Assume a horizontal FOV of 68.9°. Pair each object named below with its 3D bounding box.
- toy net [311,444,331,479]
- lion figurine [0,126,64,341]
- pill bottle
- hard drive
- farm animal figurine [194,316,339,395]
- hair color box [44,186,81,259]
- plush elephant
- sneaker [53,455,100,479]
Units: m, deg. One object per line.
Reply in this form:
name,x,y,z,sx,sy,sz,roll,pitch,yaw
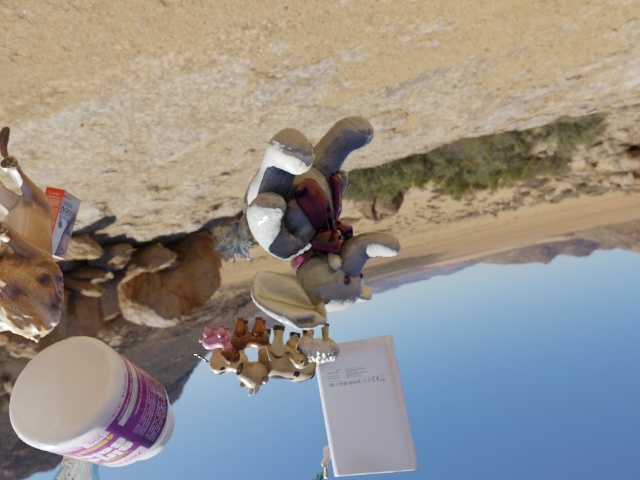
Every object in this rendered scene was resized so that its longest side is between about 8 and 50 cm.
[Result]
toy net,-0.009,0.788,1.591,0.045,0.232,0.122,11,157,33
lion figurine,-0.585,-0.015,0.918,0.142,0.393,0.240,-12,145,0
pill bottle,-0.368,0.296,0.814,0.169,0.170,0.302,-13,147,0
hard drive,0.121,0.459,1.305,0.232,0.354,0.047,-13,172,16
farm animal figurine,-0.150,0.315,1.218,0.326,0.173,0.330,7,159,-19
hair color box,-0.683,-0.043,1.205,0.053,0.168,0.093,10,169,-1
plush elephant,0.000,0.000,0.749,0.330,0.255,0.271,-46,173,27
sneaker,-0.486,0.444,0.924,0.071,0.191,0.083,-23,154,15
